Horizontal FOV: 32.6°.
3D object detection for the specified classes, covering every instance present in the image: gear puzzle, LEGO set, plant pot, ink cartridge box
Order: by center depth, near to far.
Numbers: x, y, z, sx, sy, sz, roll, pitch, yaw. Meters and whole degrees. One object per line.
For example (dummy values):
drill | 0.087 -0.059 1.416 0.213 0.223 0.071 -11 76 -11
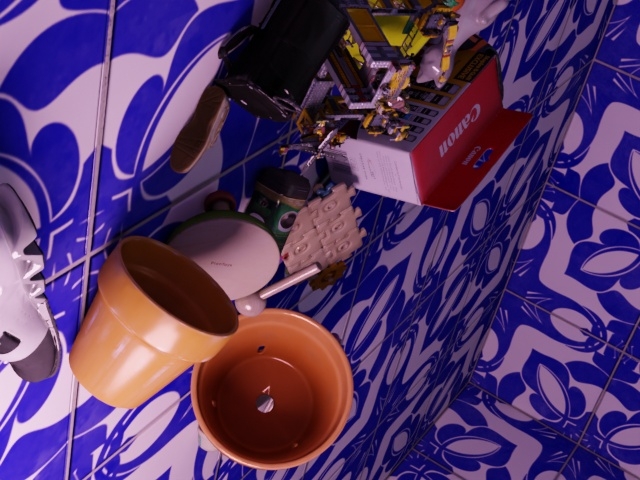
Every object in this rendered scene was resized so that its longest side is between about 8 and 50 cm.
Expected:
plant pot | -0.252 0.129 1.547 0.188 0.205 0.205 -50 163 16
LEGO set | 0.092 -0.236 1.703 0.255 0.192 0.331 1 140 -37
ink cartridge box | 0.200 -0.217 2.006 0.309 0.272 0.130 -49 140 -31
plant pot | -0.095 0.289 2.034 0.291 0.291 0.203 -55 175 -18
gear puzzle | 0.000 0.000 2.074 0.175 0.044 0.339 -31 151 -7

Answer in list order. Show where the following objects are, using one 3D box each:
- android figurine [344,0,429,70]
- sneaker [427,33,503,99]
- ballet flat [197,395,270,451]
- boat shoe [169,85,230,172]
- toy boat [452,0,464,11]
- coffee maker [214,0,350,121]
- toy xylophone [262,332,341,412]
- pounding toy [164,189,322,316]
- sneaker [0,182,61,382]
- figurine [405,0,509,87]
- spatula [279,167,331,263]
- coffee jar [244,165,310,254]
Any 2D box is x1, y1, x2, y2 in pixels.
android figurine | 0.102 -0.365 1.755 0.248 0.056 0.273 6 135 -42
sneaker | 0.262 -0.271 2.247 0.125 0.180 0.321 -14 130 -63
ballet flat | -0.158 0.311 2.172 0.248 0.086 0.086 -50 158 -25
boat shoe | -0.166 -0.152 1.559 0.135 0.050 0.045 -60 155 -3
toy boat | 0.180 -0.439 1.868 0.151 0.151 0.231 -23 138 -60
coffee maker | -0.039 -0.263 1.545 0.178 0.171 0.120 -59 144 -11
toy xylophone | -0.063 0.340 2.351 0.322 0.081 0.236 -63 179 13
pounding toy | -0.141 0.007 1.731 0.183 0.110 0.237 -38 131 25
sneaker | -0.392 0.076 1.258 0.146 0.122 0.330 -30 149 -24
figurine | 0.210 -0.380 1.971 0.092 0.215 0.209 32 92 -35
spatula | -0.009 -0.079 2.069 0.296 0.030 0.084 -58 156 -10
coffee jar | -0.089 -0.036 1.861 0.096 0.079 0.184 6 112 -61
